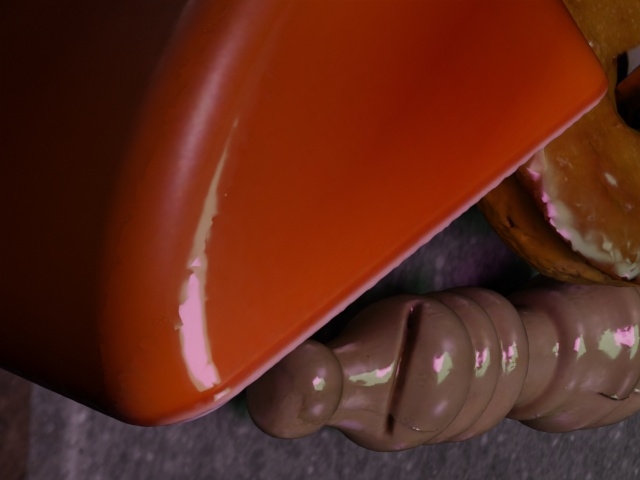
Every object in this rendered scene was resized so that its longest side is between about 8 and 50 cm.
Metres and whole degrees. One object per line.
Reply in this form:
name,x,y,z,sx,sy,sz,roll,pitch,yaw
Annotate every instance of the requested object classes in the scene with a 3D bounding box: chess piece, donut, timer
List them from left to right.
timer,-0.063,-0.051,0.545,0.250,0.257,0.161,-51,127,-22
chess piece,0.081,0.082,0.840,0.307,0.139,0.124,-4,93,-39
donut,0.180,-0.085,0.827,0.253,0.118,0.253,17,64,-39
